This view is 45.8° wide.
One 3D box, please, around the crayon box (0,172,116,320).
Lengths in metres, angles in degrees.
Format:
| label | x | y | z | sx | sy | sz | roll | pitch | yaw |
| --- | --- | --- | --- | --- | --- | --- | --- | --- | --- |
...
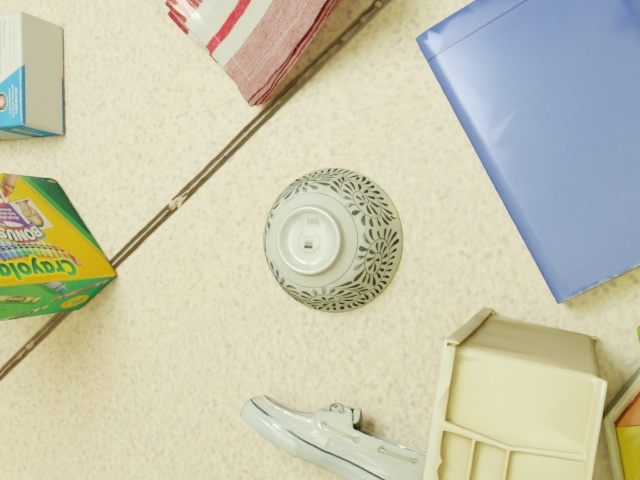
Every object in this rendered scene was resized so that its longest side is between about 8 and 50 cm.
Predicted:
| label | x | y | z | sx | sy | sz | roll | pitch | yaw |
| --- | --- | --- | --- | --- | --- | --- | --- | --- | --- |
| crayon box | -0.385 | 0.006 | 0.878 | 0.081 | 0.278 | 0.165 | -39 | 78 | 17 |

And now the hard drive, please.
| label | x | y | z | sx | sy | sz | roll | pitch | yaw |
| --- | --- | --- | --- | --- | --- | --- | --- | --- | --- |
| hard drive | 0.262 | -0.124 | 0.769 | 0.210 | 0.040 | 0.318 | -29 | 80 | 17 |

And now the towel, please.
| label | x | y | z | sx | sy | sz | roll | pitch | yaw |
| --- | --- | --- | --- | --- | --- | --- | --- | --- | --- |
| towel | -0.126 | -0.328 | 0.813 | 0.329 | 0.037 | 0.237 | 46 | 138 | 1 |

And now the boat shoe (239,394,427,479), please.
| label | x | y | z | sx | sy | sz | roll | pitch | yaw |
| --- | --- | --- | --- | --- | --- | --- | --- | --- | --- |
| boat shoe | 0.024 | 0.218 | 0.846 | 0.226 | 0.083 | 0.075 | 27 | 87 | 6 |

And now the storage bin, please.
| label | x | y | z | sx | sy | sz | roll | pitch | yaw |
| --- | --- | --- | --- | --- | --- | --- | --- | --- | --- |
| storage bin | 0.172 | 0.211 | 0.687 | 0.123 | 0.262 | 0.260 | 10 | 93 | 17 |

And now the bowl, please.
| label | x | y | z | sx | sy | sz | roll | pitch | yaw |
| --- | --- | --- | --- | --- | --- | --- | --- | --- | --- |
| bowl | 0.000 | 0.000 | 0.844 | 0.170 | 0.080 | 0.170 | 0 | 91 | 19 |

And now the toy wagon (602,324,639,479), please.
| label | x | y | z | sx | sy | sz | roll | pitch | yaw |
| --- | --- | --- | --- | --- | --- | --- | --- | --- | --- |
| toy wagon | 0.446 | 0.192 | 0.688 | 0.345 | 0.068 | 0.267 | -11 | 87 | 20 |

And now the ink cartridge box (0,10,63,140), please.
| label | x | y | z | sx | sy | sz | roll | pitch | yaw |
| --- | --- | --- | --- | --- | --- | --- | --- | --- | --- |
| ink cartridge box | -0.449 | -0.210 | 1.003 | 0.203 | 0.086 | 0.148 | -2 | 90 | 19 |
